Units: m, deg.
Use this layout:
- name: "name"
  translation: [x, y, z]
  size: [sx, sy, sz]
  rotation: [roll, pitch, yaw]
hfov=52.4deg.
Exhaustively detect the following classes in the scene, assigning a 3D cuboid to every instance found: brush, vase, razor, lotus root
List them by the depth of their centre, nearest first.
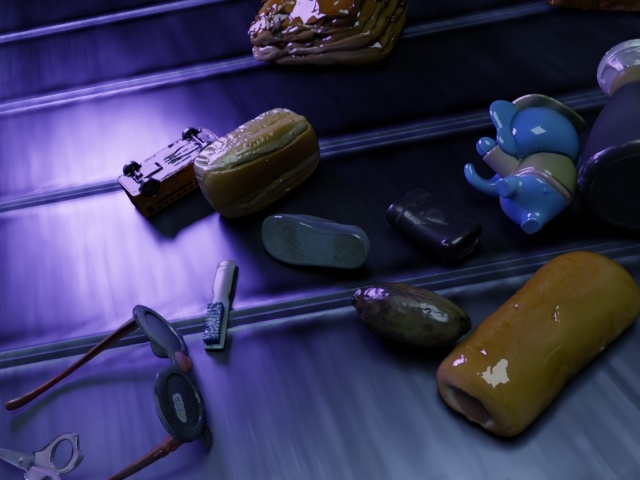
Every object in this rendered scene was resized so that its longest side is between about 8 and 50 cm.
- name: "lotus root"
  translation: [0.120, 0.105, 0.900]
  size: [0.179, 0.080, 0.089]
  rotation: [15, 16, 36]
- name: "brush"
  translation: [-0.160, 0.092, 1.013]
  size: [0.033, 0.030, 0.178]
  rotation: [-12, 45, 13]
- name: "vase"
  translation: [0.499, -0.183, 1.018]
  size: [0.174, 0.173, 0.321]
  rotation: [7, 49, 17]
- name: "razor"
  translation: [0.183, -0.025, 1.039]
  size: [0.090, 0.054, 0.148]
  rotation: [-36, 51, -22]

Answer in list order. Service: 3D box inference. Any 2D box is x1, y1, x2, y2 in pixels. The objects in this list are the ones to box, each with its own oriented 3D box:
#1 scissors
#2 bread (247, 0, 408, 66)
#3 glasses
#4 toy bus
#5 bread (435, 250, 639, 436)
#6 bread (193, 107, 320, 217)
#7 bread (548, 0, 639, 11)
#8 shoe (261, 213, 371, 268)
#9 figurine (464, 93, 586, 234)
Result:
- name: "scissors"
  translation: [-0.373, 0.280, 0.823]
  size: [0.189, 0.015, 0.100]
  rotation: [2, 61, 34]
- name: "bread"
  translation: [0.020, -0.527, 1.484]
  size: [0.325, 0.167, 0.277]
  rotation: [8, 48, 17]
- name: "glasses"
  translation: [-0.293, 0.235, 0.896]
  size: [0.268, 0.118, 0.234]
  rotation: [-34, 48, 5]
- name: "toy bus"
  translation: [-0.271, -0.129, 1.211]
  size: [0.195, 0.088, 0.083]
  rotation: [-35, 50, -19]
- name: "bread"
  translation: [0.291, 0.122, 0.854]
  size: [0.305, 0.091, 0.142]
  rotation: [-36, 45, -23]
- name: "bread"
  translation: [-0.103, -0.137, 1.147]
  size: [0.236, 0.139, 0.106]
  rotation: [-36, 47, -22]
- name: "bread"
  translation: [0.710, -0.582, 1.444]
  size: [0.381, 0.109, 0.185]
  rotation: [11, 49, 19]
- name: "shoe"
  translation: [0.000, 0.000, 1.054]
  size: [0.195, 0.079, 0.078]
  rotation: [10, 13, 30]
- name: "figurine"
  translation: [0.337, -0.133, 1.050]
  size: [0.180, 0.153, 0.262]
  rotation: [25, 50, 17]
